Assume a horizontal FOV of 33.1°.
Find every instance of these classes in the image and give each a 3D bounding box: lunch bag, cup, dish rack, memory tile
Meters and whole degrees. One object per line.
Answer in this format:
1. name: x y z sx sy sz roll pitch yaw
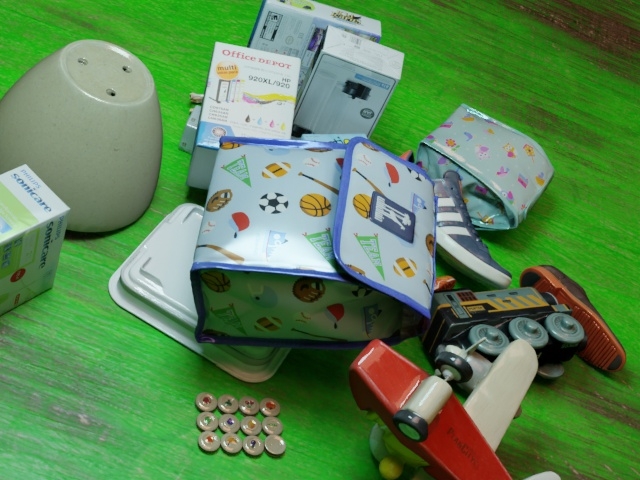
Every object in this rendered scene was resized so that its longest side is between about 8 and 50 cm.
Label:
1. lunch bag: 0.347 -0.143 2.285 0.262 0.160 0.223 32 43 14
2. cup: -0.415 -0.214 1.916 0.331 0.237 0.331 18 43 -18
3. lunch bag: 0.000 0.000 1.784 0.385 0.239 0.328 5 48 3
4. dish rack: -0.175 0.073 1.911 0.333 0.072 0.285 30 45 5
5. memory tile: -0.131 0.301 1.760 0.148 0.012 0.113 8 47 -19

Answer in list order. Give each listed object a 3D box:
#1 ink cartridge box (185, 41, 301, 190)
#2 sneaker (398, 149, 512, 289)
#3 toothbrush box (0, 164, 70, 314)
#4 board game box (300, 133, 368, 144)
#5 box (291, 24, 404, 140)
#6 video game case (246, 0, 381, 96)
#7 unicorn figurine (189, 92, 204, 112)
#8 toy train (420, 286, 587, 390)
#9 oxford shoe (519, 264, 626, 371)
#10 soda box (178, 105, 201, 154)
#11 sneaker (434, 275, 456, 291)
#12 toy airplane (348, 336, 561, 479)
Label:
1. ink cartridge box: -0.143 -0.222 2.024 0.171 0.168 0.232 11 63 -8
2. sneaker: 0.263 -0.050 2.143 0.350 0.131 0.148 40 84 12
3. toothbrush box: -0.550 0.034 1.677 0.122 0.206 0.283 42 46 16
4. board game box: 0.048 -0.060 2.081 0.144 0.142 0.275 -3 52 -25
5. box: 0.037 -0.273 2.168 0.169 0.290 0.087 20 46 -9
6. video game case: -0.034 -0.368 2.236 0.244 0.269 0.061 15 43 -13
7. unicorn figurine: -0.205 -0.260 2.207 0.111 0.060 0.162 0 49 -28
8. toy train: 0.340 0.169 2.016 0.334 0.142 0.190 -5 43 -28
9. oxford shoe: 0.521 0.144 2.146 0.098 0.097 0.271 -16 58 -42
10. soda box: -0.167 -0.187 2.148 0.216 0.074 0.069 22 46 -5
11. sneaker: 0.190 0.093 2.064 0.175 0.064 0.067 -14 47 -37
12. toy airplane: 0.194 0.345 1.727 0.386 0.272 0.384 1 87 -35
